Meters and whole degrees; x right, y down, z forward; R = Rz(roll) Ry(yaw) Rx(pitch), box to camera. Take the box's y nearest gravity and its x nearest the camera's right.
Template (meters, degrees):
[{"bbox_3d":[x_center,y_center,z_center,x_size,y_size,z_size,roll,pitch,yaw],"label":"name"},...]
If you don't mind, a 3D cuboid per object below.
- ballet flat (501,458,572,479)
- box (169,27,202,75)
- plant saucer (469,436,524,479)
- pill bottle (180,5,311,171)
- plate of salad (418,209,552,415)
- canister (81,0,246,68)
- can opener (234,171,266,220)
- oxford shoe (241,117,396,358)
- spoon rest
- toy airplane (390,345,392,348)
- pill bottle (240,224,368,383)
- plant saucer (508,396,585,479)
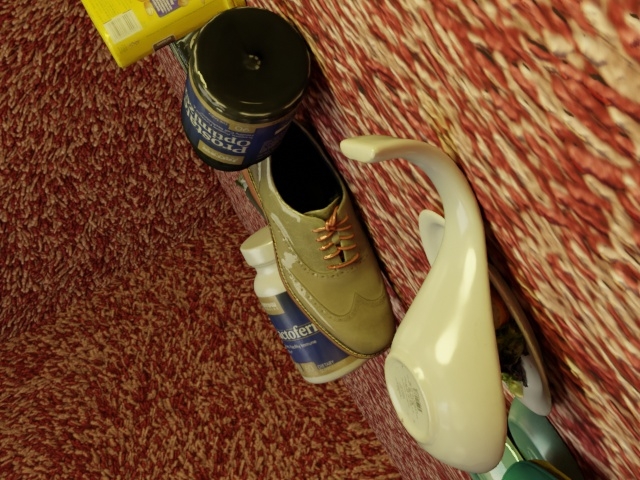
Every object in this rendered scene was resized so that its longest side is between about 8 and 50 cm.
[{"bbox_3d":[0.230,0.249,0.764,0.077,0.077,0.231,39,179,-28],"label":"ballet flat"},{"bbox_3d":[-0.200,-0.325,1.492,0.180,0.077,0.147,59,174,13],"label":"box"},{"bbox_3d":[0.214,0.289,1.073,0.317,0.044,0.317,58,177,5],"label":"plant saucer"},{"bbox_3d":[-0.087,-0.150,1.038,0.123,0.123,0.219,59,163,7],"label":"pill bottle"},{"bbox_3d":[0.128,0.066,0.812,0.200,0.048,0.200,58,173,11],"label":"plate of salad"},{"bbox_3d":[-0.194,-0.294,1.163,0.126,0.170,0.073,57,172,32],"label":"canister"},{"bbox_3d":[-0.086,-0.089,1.800,0.095,0.076,0.283,26,-167,-31],"label":"can opener"},{"bbox_3d":[0.000,0.000,1.211,0.348,0.123,0.130,60,168,-6],"label":"oxford shoe"},{"bbox_3d":[0.088,0.049,0.725,0.137,0.084,0.276,27,133,64],"label":"spoon rest"},{"bbox_3d":[0.076,0.099,1.454,0.151,0.028,0.151,58,172,13],"label":"toy airplane"},{"bbox_3d":[-0.020,0.096,1.633,0.264,0.153,0.153,62,174,-13],"label":"pill bottle"},{"bbox_3d":[0.209,0.201,0.903,0.119,0.021,0.119,58,173,11],"label":"plant saucer"}]
